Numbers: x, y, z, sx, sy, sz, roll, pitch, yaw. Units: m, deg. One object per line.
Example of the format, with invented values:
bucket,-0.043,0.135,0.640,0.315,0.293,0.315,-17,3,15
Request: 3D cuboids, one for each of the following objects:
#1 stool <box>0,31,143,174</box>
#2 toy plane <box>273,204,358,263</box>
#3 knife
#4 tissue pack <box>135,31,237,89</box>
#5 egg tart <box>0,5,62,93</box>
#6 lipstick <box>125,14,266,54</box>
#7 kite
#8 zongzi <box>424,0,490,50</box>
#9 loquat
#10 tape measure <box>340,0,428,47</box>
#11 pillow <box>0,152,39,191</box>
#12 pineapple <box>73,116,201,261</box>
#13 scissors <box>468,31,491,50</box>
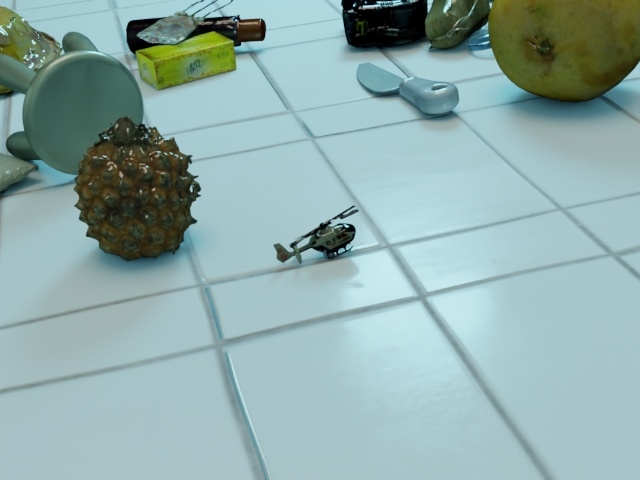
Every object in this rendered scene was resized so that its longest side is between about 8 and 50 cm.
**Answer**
stool,-0.411,-0.221,1.458,0.195,0.195,0.199,-24,31,-28
toy plane,0.000,0.000,1.153,0.121,0.049,0.031,-26,32,-2
knife,0.134,-0.281,1.631,0.080,0.044,0.331,-25,29,-19
tissue pack,-0.266,-0.360,1.796,0.176,0.062,0.095,-19,33,-25
egg tart,-0.716,-0.401,1.857,0.352,0.150,0.352,-2,33,1
lipstick,-0.262,-0.436,1.906,0.300,0.081,0.081,0,30,8
kite,-0.265,-0.460,1.861,0.127,0.016,0.229,29,57,37
zongzi,0.263,-0.501,1.826,0.099,0.197,0.194,-3,29,35
loquat,0.412,-0.361,1.504,0.263,0.263,0.263,-4,30,2
tape measure,0.136,-0.477,1.892,0.186,0.112,0.199,-2,31,0
pillow,-0.575,-0.112,1.431,0.230,0.050,0.148,21,43,33
pineapple,-0.239,-0.075,1.173,0.166,0.193,0.166,-1,37,1
scissors,0.394,-0.432,1.841,0.125,0.030,0.256,-1,25,31
